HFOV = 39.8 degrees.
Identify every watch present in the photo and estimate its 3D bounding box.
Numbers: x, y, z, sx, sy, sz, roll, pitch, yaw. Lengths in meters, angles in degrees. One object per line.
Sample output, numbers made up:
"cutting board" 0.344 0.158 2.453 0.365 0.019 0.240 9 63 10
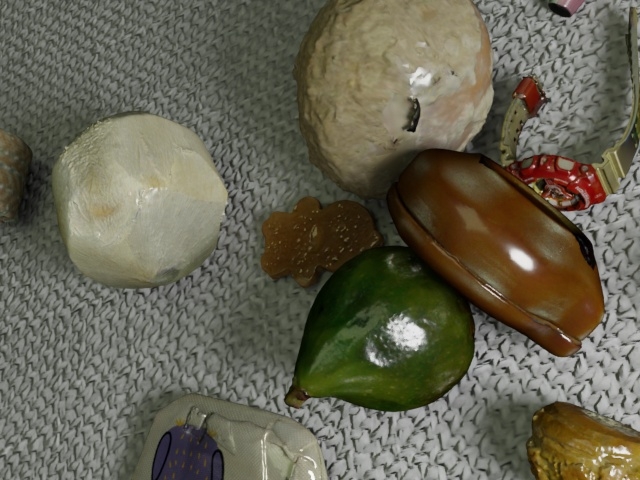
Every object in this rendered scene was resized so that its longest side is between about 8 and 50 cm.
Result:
"watch" 0.315 -0.164 1.105 0.165 0.102 0.268 -4 60 29

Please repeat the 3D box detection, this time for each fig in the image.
"fig" 0.063 0.118 1.032 0.245 0.195 0.195 -28 45 -37

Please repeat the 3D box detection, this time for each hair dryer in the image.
"hair dryer" 0.317 -0.375 1.219 0.106 0.054 0.154 -55 45 3

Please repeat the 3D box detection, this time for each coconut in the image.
"coconut" -0.255 -0.048 1.274 0.245 0.245 0.247 -35 58 11

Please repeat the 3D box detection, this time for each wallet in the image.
"wallet" -0.128 0.347 1.133 0.335 0.068 0.274 6 75 32

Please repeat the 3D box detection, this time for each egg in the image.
"egg" 0.092 -0.207 1.139 0.279 0.279 0.310 32 99 34

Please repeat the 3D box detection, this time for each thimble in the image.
"thimble" -0.613 -0.114 1.513 0.229 0.196 0.148 1 71 28

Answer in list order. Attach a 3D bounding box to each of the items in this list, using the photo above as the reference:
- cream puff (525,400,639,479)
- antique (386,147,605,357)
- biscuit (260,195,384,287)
"cream puff" 0.283 0.234 0.926 0.144 0.126 0.103 19 95 42
"antique" 0.203 0.003 0.998 0.278 0.223 0.129 41 106 7
"biscuit" -0.002 -0.003 1.238 0.184 0.027 0.133 -20 60 18
